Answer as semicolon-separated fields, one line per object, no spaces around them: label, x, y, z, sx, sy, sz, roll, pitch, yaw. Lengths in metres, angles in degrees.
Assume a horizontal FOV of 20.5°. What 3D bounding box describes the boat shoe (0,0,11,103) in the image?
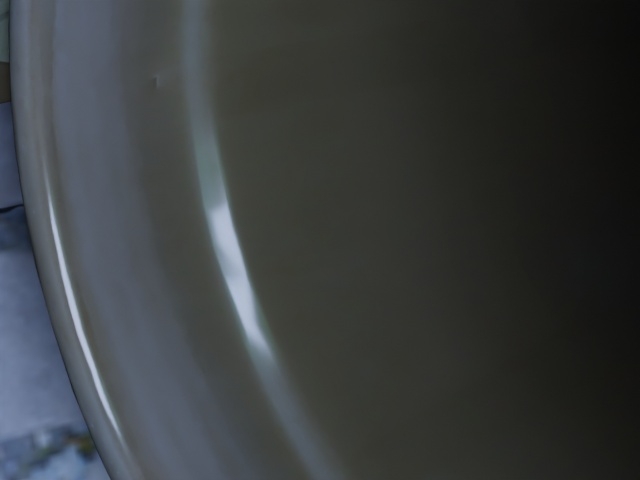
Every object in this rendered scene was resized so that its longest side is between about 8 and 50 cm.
boat shoe;-0.006;-0.160;0.535;0.302;0.109;0.098;-36;110;-13

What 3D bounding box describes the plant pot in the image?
plant pot;0.130;-0.033;0.444;0.280;0.323;0.323;-19;103;-45
